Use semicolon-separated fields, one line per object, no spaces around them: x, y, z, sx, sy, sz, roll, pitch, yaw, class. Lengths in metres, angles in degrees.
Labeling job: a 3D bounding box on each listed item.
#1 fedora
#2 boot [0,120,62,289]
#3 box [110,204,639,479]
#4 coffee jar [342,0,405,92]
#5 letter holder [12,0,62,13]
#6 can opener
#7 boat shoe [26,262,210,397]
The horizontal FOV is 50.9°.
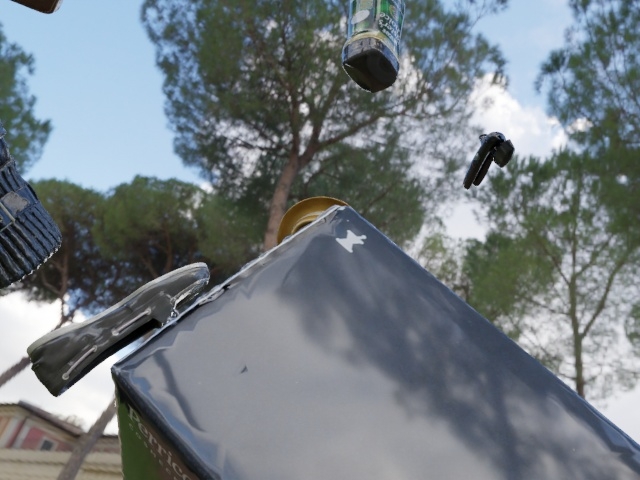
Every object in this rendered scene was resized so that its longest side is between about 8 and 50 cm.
0.000;0.000;1.392;0.194;0.195;0.079;14;6;6;fedora
-0.582;-0.019;1.031;0.131;0.348;0.260;10;-55;39;boot
0.057;0.314;0.680;0.480;0.297;0.472;40;-38;19;box
0.088;-0.335;1.097;0.079;0.185;0.096;-14;-36;34;coffee jar
-0.376;-0.383;0.665;0.301;0.152;0.214;20;-17;-27;letter holder
0.338;-0.162;1.404;0.059;0.073;0.186;-9;-25;-19;can opener
-0.329;0.153;1.163;0.096;0.335;0.112;58;-19;13;boat shoe
